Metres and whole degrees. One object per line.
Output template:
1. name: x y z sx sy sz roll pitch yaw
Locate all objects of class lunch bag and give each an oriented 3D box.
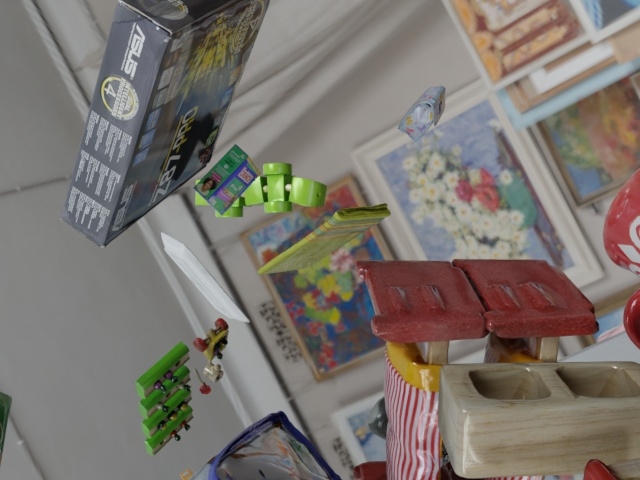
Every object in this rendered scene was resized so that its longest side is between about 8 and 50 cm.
1. lunch bag: 0.179 -0.219 1.394 0.053 0.083 0.071 36 -137 -2
2. lunch bag: -0.135 0.442 1.105 0.239 0.328 0.385 39 -174 14

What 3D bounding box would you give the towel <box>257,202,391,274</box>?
1. towel: 0.000 0.000 1.264 0.102 0.237 0.021 -5 -109 -37

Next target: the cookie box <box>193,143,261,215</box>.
1. cookie box: -0.163 -0.106 1.448 0.040 0.107 0.092 41 175 18

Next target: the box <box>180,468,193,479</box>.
1. box: -0.260 0.545 1.747 0.136 0.028 0.081 28 143 64

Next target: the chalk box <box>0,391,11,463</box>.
1. chalk box: -0.260 0.126 0.429 0.132 0.132 0.213 66 -157 -62

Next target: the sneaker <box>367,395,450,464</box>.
1. sneaker: 0.200 0.311 1.320 0.267 0.101 0.106 18 -168 -27

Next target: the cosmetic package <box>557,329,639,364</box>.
1. cosmetic package: 0.352 0.179 1.025 0.107 0.237 0.127 63 -170 15

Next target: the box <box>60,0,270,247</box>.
1. box: -0.228 -0.218 1.240 0.097 0.395 0.318 34 -142 7

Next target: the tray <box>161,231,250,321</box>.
1. tray: -0.280 0.095 1.942 0.145 0.030 0.270 23 153 56

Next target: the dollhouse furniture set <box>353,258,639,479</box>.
1. dollhouse furniture set: 0.111 0.161 0.483 0.374 0.152 0.201 -100 9 -72

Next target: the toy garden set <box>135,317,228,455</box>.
1. toy garden set: -0.237 0.271 1.493 0.049 0.244 0.204 32 -127 21

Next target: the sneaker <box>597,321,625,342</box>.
1. sneaker: 0.491 0.153 1.291 0.051 0.134 0.070 42 -144 -2

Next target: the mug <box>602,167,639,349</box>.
1. mug: 0.312 0.032 0.617 0.169 0.113 0.150 -126 22 -53

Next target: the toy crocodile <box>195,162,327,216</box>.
1. toy crocodile: -0.146 -0.112 1.880 0.105 0.340 0.115 -1 -91 -62
